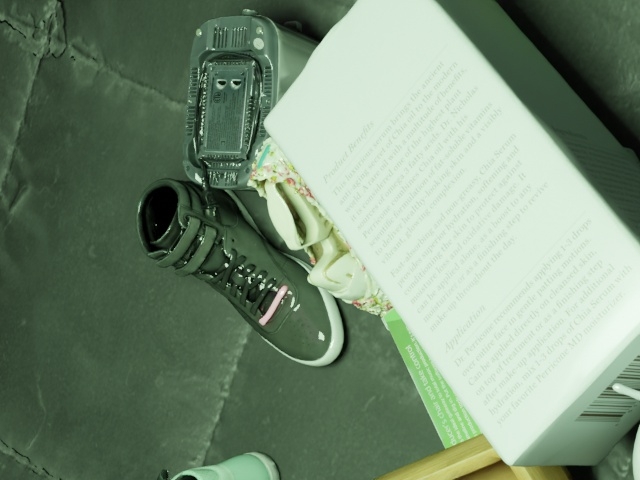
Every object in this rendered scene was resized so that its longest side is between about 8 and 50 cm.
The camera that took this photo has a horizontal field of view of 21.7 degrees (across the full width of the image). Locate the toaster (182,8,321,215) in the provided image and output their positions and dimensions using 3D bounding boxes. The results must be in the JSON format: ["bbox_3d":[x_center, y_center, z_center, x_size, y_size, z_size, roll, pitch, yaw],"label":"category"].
[{"bbox_3d":[-0.061,-0.135,1.838,0.129,0.146,0.227,2,88,40],"label":"toaster"}]

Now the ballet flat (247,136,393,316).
[{"bbox_3d":[0.000,0.000,1.748,0.091,0.077,0.241,-20,112,48],"label":"ballet flat"}]

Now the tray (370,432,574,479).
[{"bbox_3d":[0.092,0.339,1.681,0.411,0.076,0.203,-28,96,35],"label":"tray"}]

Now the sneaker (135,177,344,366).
[{"bbox_3d":[-0.103,0.036,1.860,0.296,0.147,0.104,47,113,30],"label":"sneaker"}]

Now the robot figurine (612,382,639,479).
[{"bbox_3d":[0.398,0.230,1.381,0.353,0.300,0.200,55,162,13],"label":"robot figurine"}]

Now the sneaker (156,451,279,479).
[{"bbox_3d":[-0.156,0.353,1.876,0.094,0.151,0.256,34,109,34],"label":"sneaker"}]

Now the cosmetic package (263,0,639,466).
[{"bbox_3d":[0.163,-0.031,1.568,0.230,0.161,0.453,-50,57,24],"label":"cosmetic package"}]

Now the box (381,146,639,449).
[{"bbox_3d":[0.229,0.090,1.647,0.322,0.058,0.232,-38,64,29],"label":"box"}]
